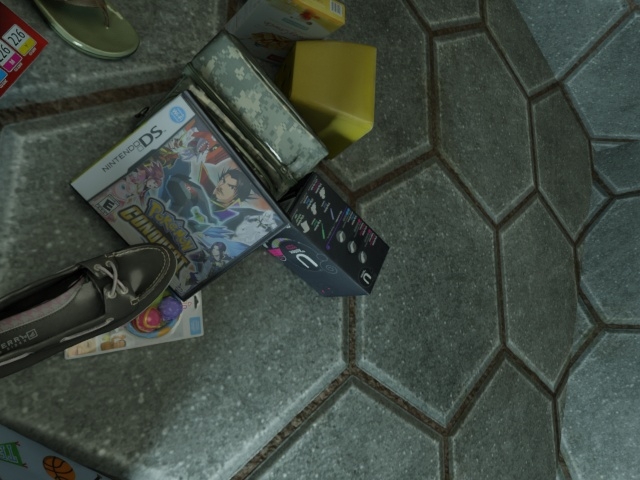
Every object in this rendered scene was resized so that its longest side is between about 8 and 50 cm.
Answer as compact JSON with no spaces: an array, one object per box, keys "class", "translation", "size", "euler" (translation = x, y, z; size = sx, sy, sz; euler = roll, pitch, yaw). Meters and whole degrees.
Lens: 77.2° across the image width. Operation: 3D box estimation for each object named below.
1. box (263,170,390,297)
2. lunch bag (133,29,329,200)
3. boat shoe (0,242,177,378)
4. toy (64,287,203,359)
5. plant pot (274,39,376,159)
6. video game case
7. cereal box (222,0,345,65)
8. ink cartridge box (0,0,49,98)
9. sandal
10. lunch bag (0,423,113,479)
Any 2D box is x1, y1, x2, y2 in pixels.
[{"class":"box","translation":[0.000,0.000,0.915],"size":[0.270,0.165,0.143],"euler":[42,59,-25]},{"class":"lunch bag","translation":[-0.166,-0.199,0.787],"size":[0.256,0.212,0.305],"euler":[-39,113,10]},{"class":"boat shoe","translation":[-0.370,0.099,0.589],"size":[0.335,0.095,0.112],"euler":[-31,84,-21]},{"class":"toy","translation":[-0.316,0.121,0.713],"size":[0.237,0.056,0.137],"euler":[-1,84,-39]},{"class":"plant pot","translation":[-0.005,-0.345,0.959],"size":[0.187,0.212,0.212],"euler":[10,76,-23]},{"class":"video game case","translation":[-0.230,-0.065,0.685],"size":[0.248,0.035,0.275],"euler":[-36,108,6]},{"class":"cereal box","translation":[-0.087,-0.469,0.878],"size":[0.173,0.240,0.047],"euler":[2,86,-38]},{"class":"ink cartridge box","translation":[-0.564,-0.229,0.478],"size":[0.272,0.130,0.309],"euler":[43,54,-42]},{"class":"sandal","translation":[-0.439,-0.441,0.672],"size":[0.303,0.086,0.120],"euler":[49,56,-40]},{"class":"lunch bag","translation":[-0.439,0.465,0.452],"size":[0.385,0.239,0.328],"euler":[-49,114,-16]}]
